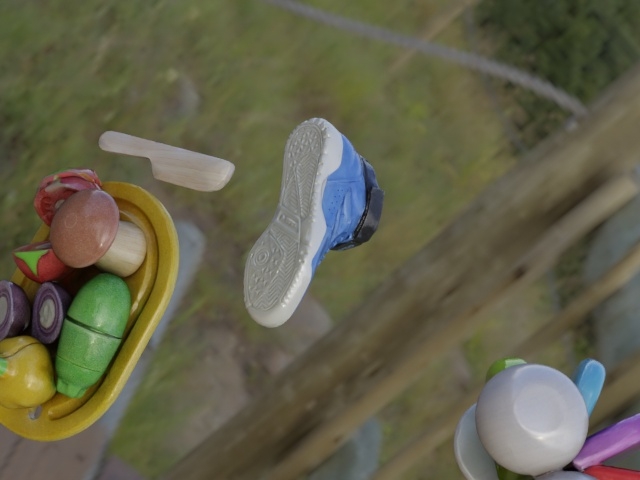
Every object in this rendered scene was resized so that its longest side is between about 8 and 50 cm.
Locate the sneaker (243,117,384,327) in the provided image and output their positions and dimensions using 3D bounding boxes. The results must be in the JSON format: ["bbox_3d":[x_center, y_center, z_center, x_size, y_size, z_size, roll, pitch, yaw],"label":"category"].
[{"bbox_3d":[0.001,0.000,1.193,0.084,0.058,0.152,36,58,-44],"label":"sneaker"}]

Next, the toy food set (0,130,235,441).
[{"bbox_3d":[-0.163,0.018,1.094,0.128,0.218,0.071,25,-4,36],"label":"toy food set"}]

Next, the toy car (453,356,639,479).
[{"bbox_3d":[0.176,0.160,1.179,0.159,0.136,0.182,100,-27,-71],"label":"toy car"}]
